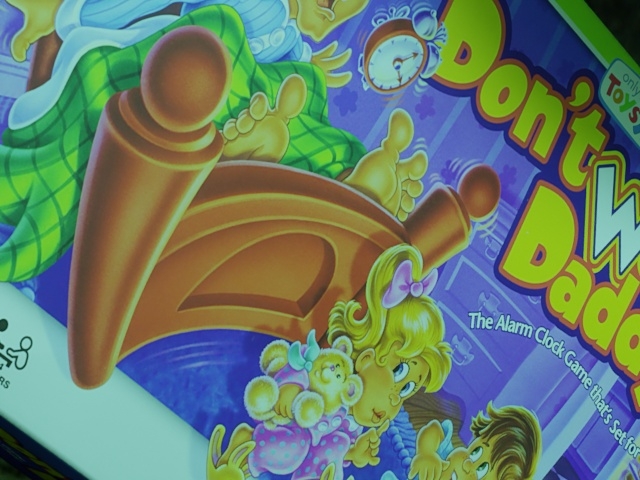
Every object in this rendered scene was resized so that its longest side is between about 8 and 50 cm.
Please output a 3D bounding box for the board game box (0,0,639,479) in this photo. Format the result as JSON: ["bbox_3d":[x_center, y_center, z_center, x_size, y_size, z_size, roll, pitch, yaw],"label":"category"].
[{"bbox_3d":[0.000,0.000,0.639,0.347,0.078,0.233,43,70,-35],"label":"board game box"}]
